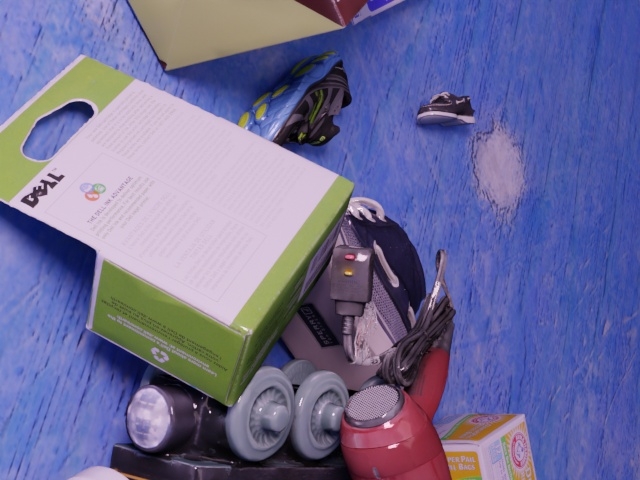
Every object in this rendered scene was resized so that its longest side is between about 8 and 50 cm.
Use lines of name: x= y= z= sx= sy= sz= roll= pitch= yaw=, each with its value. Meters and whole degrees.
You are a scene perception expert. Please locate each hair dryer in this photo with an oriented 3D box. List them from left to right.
hair dryer: x=0.091 y=0.145 z=1.079 sx=0.223 sy=0.080 sz=0.293 roll=10 pitch=77 yaw=-56

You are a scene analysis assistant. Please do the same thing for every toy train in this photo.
toy train: x=-0.046 y=0.197 z=1.086 sx=0.334 sy=0.142 sz=0.190 roll=13 pitch=86 yaw=-54

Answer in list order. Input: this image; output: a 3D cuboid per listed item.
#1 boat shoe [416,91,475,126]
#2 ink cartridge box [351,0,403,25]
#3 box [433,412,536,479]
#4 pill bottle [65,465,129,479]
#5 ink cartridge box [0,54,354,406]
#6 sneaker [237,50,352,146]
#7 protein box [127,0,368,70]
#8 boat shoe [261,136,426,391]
boat shoe: x=0.146 y=-0.155 z=1.475 sx=0.125 sy=0.046 sz=0.038 roll=-5 pitch=88 yaw=-57
ink cartridge box: x=0.040 y=-0.350 z=1.362 sx=0.208 sy=0.045 sz=0.206 roll=-37 pitch=114 yaw=-51
box: x=0.173 y=0.300 z=1.384 sx=0.114 sy=0.103 sz=0.203 roll=-20 pitch=101 yaw=-53
pill bottle: x=-0.203 y=0.231 z=0.875 sx=0.180 sy=0.108 sz=0.108 roll=-30 pitch=108 yaw=-53
ink cartridge box: x=-0.130 y=-0.017 z=0.990 sx=0.189 sy=0.255 sz=0.097 roll=-55 pitch=168 yaw=-43
sneaker: x=-0.017 y=-0.121 z=1.226 sx=0.078 sy=0.067 sz=0.188 roll=62 pitch=37 yaw=-17
protein box: x=-0.044 y=-0.270 z=1.100 sx=0.201 sy=0.200 sz=0.136 roll=-54 pitch=126 yaw=-44
boat shoe: x=0.000 y=0.000 z=1.201 sx=0.340 sy=0.127 sz=0.158 roll=63 pitch=33 yaw=-37
